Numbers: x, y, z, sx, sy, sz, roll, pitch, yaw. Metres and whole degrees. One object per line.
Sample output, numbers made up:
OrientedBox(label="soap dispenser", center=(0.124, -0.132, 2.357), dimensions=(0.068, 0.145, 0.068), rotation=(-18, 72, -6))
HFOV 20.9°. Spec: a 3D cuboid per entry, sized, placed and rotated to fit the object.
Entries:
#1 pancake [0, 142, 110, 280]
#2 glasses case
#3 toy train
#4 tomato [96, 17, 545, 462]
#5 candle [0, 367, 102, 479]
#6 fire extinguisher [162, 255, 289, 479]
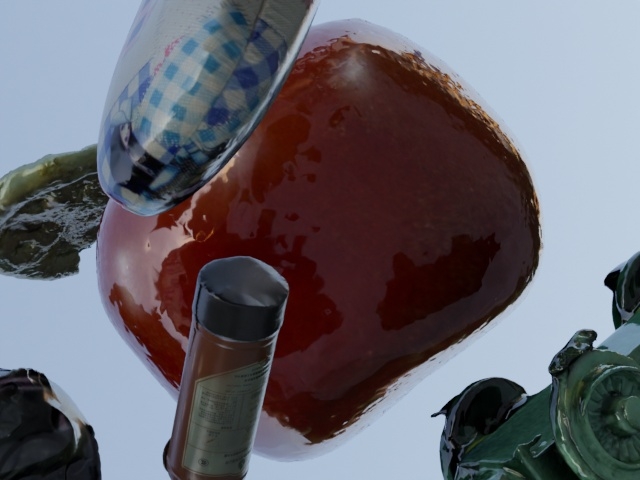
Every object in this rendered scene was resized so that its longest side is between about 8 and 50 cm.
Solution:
OrientedBox(label="pancake", center=(-0.255, -0.032, 1.859), dimensions=(0.253, 0.253, 0.037), rotation=(8, -131, -51))
OrientedBox(label="glasses case", center=(-0.043, -0.140, 0.921), dimensions=(0.076, 0.125, 0.327), rotation=(34, -140, -17))
OrientedBox(label="toy train", center=(0.236, 0.132, 1.079), dimensions=(0.369, 0.150, 0.237), rotation=(-33, -92, -39))
OrientedBox(label="tomato", center=(0.000, 0.000, 1.309), dimensions=(0.293, 0.325, 0.290), rotation=(53, -165, -8))
OrientedBox(label="candle", center=(-0.339, 0.191, 1.375), dimensions=(0.187, 0.330, 0.187), rotation=(4, -95, -54))
OrientedBox(label="fire extinguisher", center=(-0.059, 0.093, 0.951), dimensions=(0.062, 0.050, 0.177), rotation=(-21, -44, -41))
